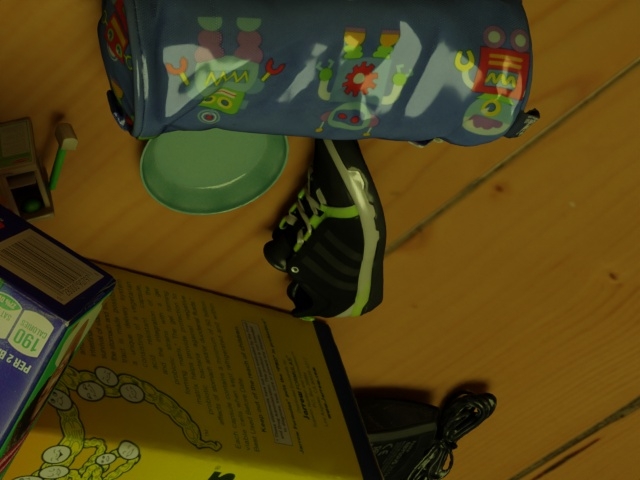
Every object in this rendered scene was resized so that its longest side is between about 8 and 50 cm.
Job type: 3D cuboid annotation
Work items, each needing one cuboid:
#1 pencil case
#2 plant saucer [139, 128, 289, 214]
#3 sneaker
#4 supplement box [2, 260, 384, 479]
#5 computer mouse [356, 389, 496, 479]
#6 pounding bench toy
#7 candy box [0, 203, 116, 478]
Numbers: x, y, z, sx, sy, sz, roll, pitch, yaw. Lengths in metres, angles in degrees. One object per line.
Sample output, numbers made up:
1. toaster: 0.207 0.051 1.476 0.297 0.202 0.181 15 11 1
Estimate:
1. pencil case: -0.001 -0.125 0.782 0.306 0.119 0.133 -1 124 -19
2. plant saucer: -0.085 -0.069 0.887 0.119 0.021 0.119 -11 138 -10
3. sneaker: 0.000 0.000 0.950 0.097 0.084 0.235 -13 139 -6
4. supplement box: -0.157 0.168 0.987 0.356 0.195 0.194 17 127 -35
5. computer mouse: 0.050 0.223 1.237 0.272 0.072 0.188 0 135 -40
6. pounding bench toy: -0.216 -0.049 0.832 0.083 0.052 0.065 -14 139 -8
7. candy box: -0.330 0.098 0.730 0.268 0.122 0.317 31 103 0
